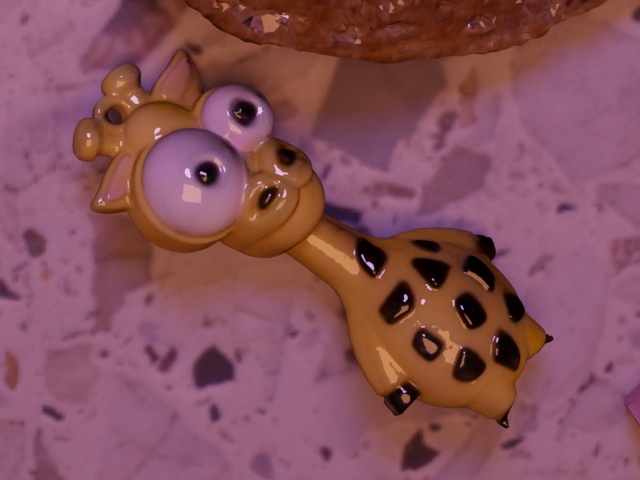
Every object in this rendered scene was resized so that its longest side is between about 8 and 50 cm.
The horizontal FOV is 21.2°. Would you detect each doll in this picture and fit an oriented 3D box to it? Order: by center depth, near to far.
[{"bbox_3d":[0.001,0.000,0.931,0.291,0.086,0.117,34,62,-12],"label":"doll"}]

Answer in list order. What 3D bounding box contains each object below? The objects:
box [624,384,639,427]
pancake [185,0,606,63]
[{"bbox_3d":[0.255,0.108,1.007,0.125,0.043,0.089,38,101,-15],"label":"box"},{"bbox_3d":[0.059,-0.265,0.834,0.387,0.082,0.386,-5,110,-15],"label":"pancake"}]
